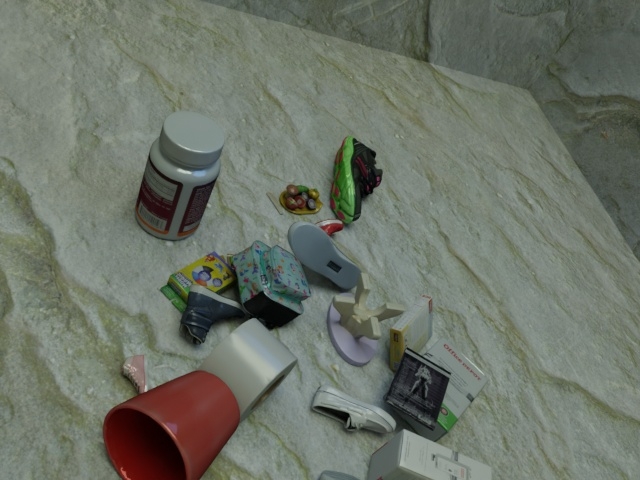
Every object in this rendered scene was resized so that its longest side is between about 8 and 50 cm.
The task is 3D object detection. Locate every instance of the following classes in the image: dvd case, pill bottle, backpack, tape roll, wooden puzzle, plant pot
[{"bbox_3d":[0.300,0.447,1.848,0.165,0.018,0.221,30,45,2],"label":"dvd case"},{"bbox_3d":[-0.449,-0.204,1.940,0.224,0.392,0.224,16,44,-16],"label":"pill bottle"},{"bbox_3d":[-0.163,0.121,1.935,0.225,0.191,0.253,34,23,-50],"label":"backpack"},{"bbox_3d":[-0.203,0.357,1.663,0.169,0.246,0.246,41,43,12],"label":"tape roll"},{"bbox_3d":[-0.281,0.076,2.052,0.117,0.014,0.078,1,50,-29],"label":"wooden puzzle"},{"bbox_3d":[-0.345,0.461,1.489,0.275,0.275,0.243,43,34,12],"label":"plant pot"}]

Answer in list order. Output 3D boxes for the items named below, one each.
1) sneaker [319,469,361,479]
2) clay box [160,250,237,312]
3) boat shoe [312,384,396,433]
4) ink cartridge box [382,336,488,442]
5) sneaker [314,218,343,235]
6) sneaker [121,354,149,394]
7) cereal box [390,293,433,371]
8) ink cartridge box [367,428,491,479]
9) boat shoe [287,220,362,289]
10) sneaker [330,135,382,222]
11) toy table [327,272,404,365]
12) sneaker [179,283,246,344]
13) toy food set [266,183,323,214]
[{"bbox_3d":[0.110,0.704,1.625,0.258,0.091,0.094,21,-2,15],"label":"sneaker"},{"bbox_3d":[-0.378,0.132,1.915,0.127,0.053,0.222,43,43,13],"label":"clay box"},{"bbox_3d":[0.095,0.523,1.799,0.258,0.095,0.084,22,46,6],"label":"boat shoe"},{"bbox_3d":[0.377,0.479,1.962,0.211,0.121,0.289,45,45,15],"label":"ink cartridge box"},{"bbox_3d":[0.000,0.000,2.246,0.221,0.087,0.128,-12,65,-22],"label":"sneaker"},{"bbox_3d":[-0.499,0.367,1.631,0.070,0.051,0.134,4,45,-24],"label":"sneaker"},{"bbox_3d":[0.310,0.311,2.053,0.047,0.172,0.240,14,32,31],"label":"cereal box"},{"bbox_3d":[0.300,0.663,1.684,0.283,0.207,0.117,25,45,-7],"label":"ink cartridge box"},{"bbox_3d":[-0.003,0.028,2.094,0.367,0.135,0.156,37,5,-39],"label":"boat shoe"},{"bbox_3d":[0.160,-0.258,2.489,0.202,0.185,0.482,17,45,-9],"label":"sneaker"},{"bbox_3d":[0.135,0.255,2.011,0.252,0.160,0.274,1,49,-29],"label":"toy table"},{"bbox_3d":[-0.325,0.242,1.825,0.226,0.086,0.163,31,65,-44],"label":"sneaker"},{"bbox_3d":[-0.082,-0.169,2.350,0.218,0.071,0.128,-7,54,-33],"label":"toy food set"}]
